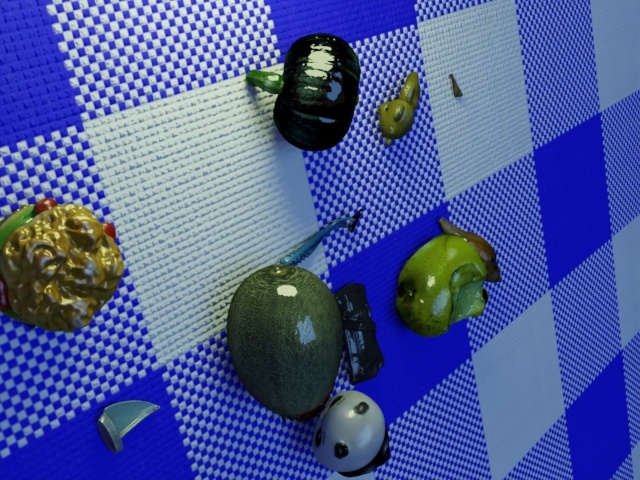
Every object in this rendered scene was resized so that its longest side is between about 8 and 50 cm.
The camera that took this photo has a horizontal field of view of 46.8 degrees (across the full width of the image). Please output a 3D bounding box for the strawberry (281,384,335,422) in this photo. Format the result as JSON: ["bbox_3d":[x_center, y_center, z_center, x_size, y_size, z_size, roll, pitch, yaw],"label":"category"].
[{"bbox_3d":[-0.024,0.356,1.723,0.192,0.085,0.140,17,81,-46],"label":"strawberry"}]

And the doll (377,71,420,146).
[{"bbox_3d":[0.202,-0.342,1.883,0.137,0.097,0.209,94,17,-49],"label":"doll"}]

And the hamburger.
[{"bbox_3d":[-0.434,0.041,1.233,0.237,0.149,0.237,-5,98,-43],"label":"hamburger"}]

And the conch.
[{"bbox_3d":[0.448,0.030,2.149,0.330,0.093,0.109,46,70,-37],"label":"conch"}]

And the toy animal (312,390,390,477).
[{"bbox_3d":[0.072,0.452,1.731,0.235,0.165,0.187,61,48,-62],"label":"toy animal"}]

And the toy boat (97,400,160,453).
[{"bbox_3d":[-0.368,0.337,1.420,0.122,0.034,0.096,-41,122,-44],"label":"toy boat"}]

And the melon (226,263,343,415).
[{"bbox_3d":[-0.071,0.209,1.549,0.248,0.249,0.329,-27,115,-40],"label":"melon"}]

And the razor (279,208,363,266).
[{"bbox_3d":[0.000,0.000,1.738,0.253,0.042,0.082,-35,159,-35],"label":"razor"}]

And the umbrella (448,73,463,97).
[{"bbox_3d":[0.381,-0.431,2.078,0.020,0.031,0.083,-24,113,-6],"label":"umbrella"}]

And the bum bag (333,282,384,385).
[{"bbox_3d":[0.091,0.230,1.839,0.123,0.060,0.248,-22,108,-43],"label":"bum bag"}]

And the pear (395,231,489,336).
[{"bbox_3d":[0.314,0.124,1.981,0.255,0.164,0.238,-20,110,-41],"label":"pear"}]

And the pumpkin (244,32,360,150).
[{"bbox_3d":[-0.038,-0.315,1.558,0.248,0.248,0.248,-6,99,-44],"label":"pumpkin"}]
